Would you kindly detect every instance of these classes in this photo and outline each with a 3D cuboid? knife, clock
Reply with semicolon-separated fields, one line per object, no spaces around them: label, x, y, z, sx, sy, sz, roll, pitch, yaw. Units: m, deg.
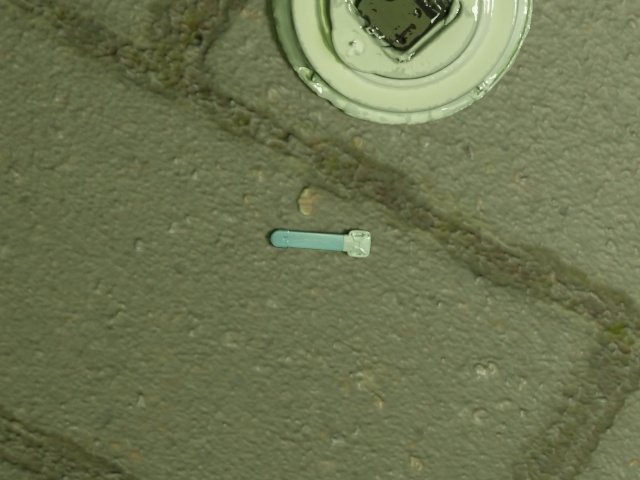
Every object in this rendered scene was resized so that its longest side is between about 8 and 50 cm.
knife;0.000;0.000;1.630;0.096;0.010;0.027;4;108;3
clock;0.073;-0.214;1.542;0.236;0.053;0.236;0;107;0
